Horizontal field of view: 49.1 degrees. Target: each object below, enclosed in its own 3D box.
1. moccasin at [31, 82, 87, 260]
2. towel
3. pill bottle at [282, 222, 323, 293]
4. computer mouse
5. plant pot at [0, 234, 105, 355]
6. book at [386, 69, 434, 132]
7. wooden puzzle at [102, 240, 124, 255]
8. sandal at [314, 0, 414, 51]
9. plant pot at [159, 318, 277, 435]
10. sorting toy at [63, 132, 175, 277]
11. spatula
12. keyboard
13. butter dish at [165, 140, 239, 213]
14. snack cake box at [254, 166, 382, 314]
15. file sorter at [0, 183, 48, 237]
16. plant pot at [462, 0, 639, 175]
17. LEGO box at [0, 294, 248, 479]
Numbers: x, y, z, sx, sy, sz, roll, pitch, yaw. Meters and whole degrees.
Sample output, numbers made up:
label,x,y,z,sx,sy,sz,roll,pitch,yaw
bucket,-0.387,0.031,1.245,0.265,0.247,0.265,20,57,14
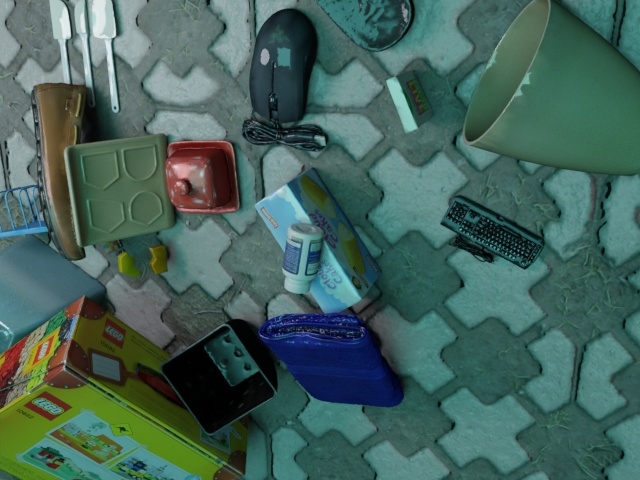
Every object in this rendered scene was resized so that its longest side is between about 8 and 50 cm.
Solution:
label,x,y,z,sx,sy,sz,roll,pitch,yaw
moccasin,-0.530,-0.147,1.504,0.147,0.139,0.380,-4,82,-22
towel,0.033,0.243,1.430,0.227,0.076,0.308,0,145,24
pill bottle,-0.035,0.034,1.292,0.067,0.067,0.120,15,111,14
computer mouse,-0.073,-0.306,1.357,0.188,0.072,0.272,11,111,17
plant pot,-0.714,0.178,1.652,0.247,0.252,0.248,34,115,7
book,0.159,-0.251,1.252,0.035,0.144,0.096,-19,101,24
wooden puzzle,-0.495,0.000,1.649,0.049,0.006,0.083,-18,101,24
sandal,-0.019,-0.516,1.247,0.445,0.107,0.167,40,116,4
plant pot,-0.204,0.277,1.538,0.187,0.167,0.188,-33,96,13
sorting toy,-0.418,-0.064,1.494,0.041,0.229,0.307,19,118,48
spatula,-0.504,-0.397,1.511,0.168,0.019,0.242,5,109,17
keyboard,0.321,-0.001,1.339,0.192,0.038,0.100,29,115,9
butter dish,-0.265,-0.122,1.463,0.160,0.118,0.160,2,108,20
snack cake box,0.000,0.000,1.390,0.089,0.152,0.264,-31,96,25
file sorter,-0.649,-0.077,1.618,0.170,0.118,0.104,-6,102,22
plant pot,0.415,-0.217,1.136,0.274,0.256,0.256,24,115,-6
LEGO box,-0.463,0.404,1.539,0.372,0.193,0.500,-32,124,21
